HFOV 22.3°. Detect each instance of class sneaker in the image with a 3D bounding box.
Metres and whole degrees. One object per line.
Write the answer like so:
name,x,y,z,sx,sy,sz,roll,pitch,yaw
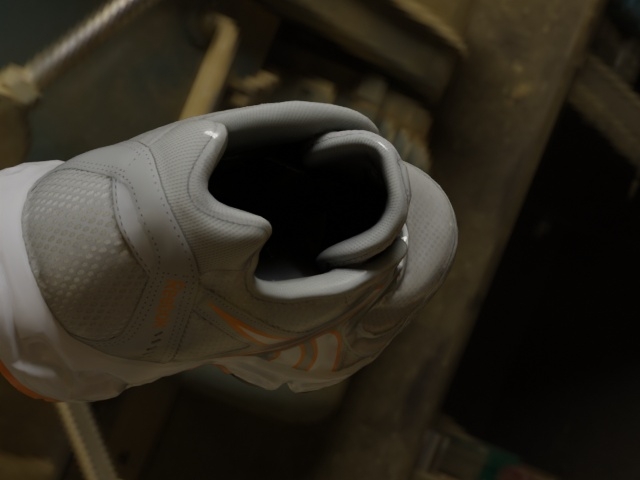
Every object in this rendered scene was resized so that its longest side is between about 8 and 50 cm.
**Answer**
sneaker,0.000,0.000,0.583,0.121,0.099,0.262,-22,-7,32
